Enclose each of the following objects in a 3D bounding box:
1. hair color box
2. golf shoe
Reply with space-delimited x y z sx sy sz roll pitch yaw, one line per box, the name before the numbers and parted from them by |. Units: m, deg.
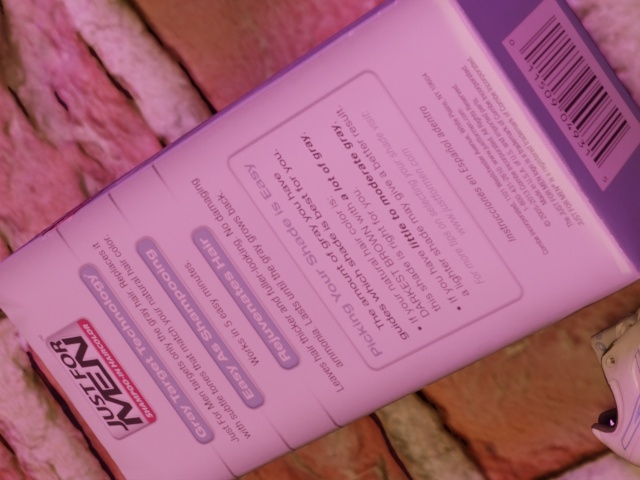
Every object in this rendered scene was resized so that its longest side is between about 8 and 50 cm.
hair color box | 0.000 0.000 1.082 0.374 0.113 0.185 -30 98 35
golf shoe | 0.185 0.055 1.043 0.086 0.069 0.176 18 121 26
